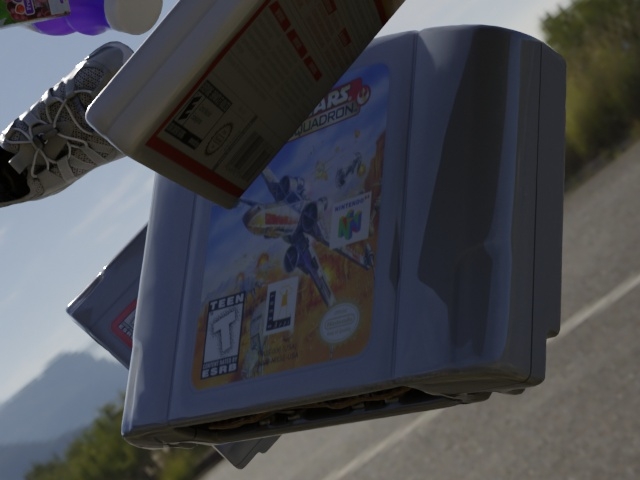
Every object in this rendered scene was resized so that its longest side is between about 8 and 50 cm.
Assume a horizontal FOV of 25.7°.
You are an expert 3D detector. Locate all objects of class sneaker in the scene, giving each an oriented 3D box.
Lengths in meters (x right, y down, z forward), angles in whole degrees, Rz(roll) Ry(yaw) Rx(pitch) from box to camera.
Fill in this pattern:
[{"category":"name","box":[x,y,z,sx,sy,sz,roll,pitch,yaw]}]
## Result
[{"category":"sneaker","box":[-0.267,-0.101,1.452,0.281,0.105,0.115,-38,1,43]}]

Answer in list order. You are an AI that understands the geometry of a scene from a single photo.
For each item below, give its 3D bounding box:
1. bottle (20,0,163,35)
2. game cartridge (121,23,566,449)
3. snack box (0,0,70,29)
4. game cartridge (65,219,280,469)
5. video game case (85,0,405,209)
[{"category":"bottle","box":[-0.292,-0.284,1.535,0.118,0.283,0.092,-59,-38,-15]},{"category":"game cartridge","box":[0.000,0.000,0.745,0.062,0.198,0.297,17,-23,-39]},{"category":"snack box","box":[-0.251,-0.229,1.044,0.100,0.141,0.037,-8,7,19]},{"category":"game cartridge","box":[-0.104,0.071,1.369,0.196,0.294,0.060,-45,-41,-13]},{"category":"video game case","box":[0.029,-0.136,0.570,0.285,0.025,0.204,-50,-8,1]}]
